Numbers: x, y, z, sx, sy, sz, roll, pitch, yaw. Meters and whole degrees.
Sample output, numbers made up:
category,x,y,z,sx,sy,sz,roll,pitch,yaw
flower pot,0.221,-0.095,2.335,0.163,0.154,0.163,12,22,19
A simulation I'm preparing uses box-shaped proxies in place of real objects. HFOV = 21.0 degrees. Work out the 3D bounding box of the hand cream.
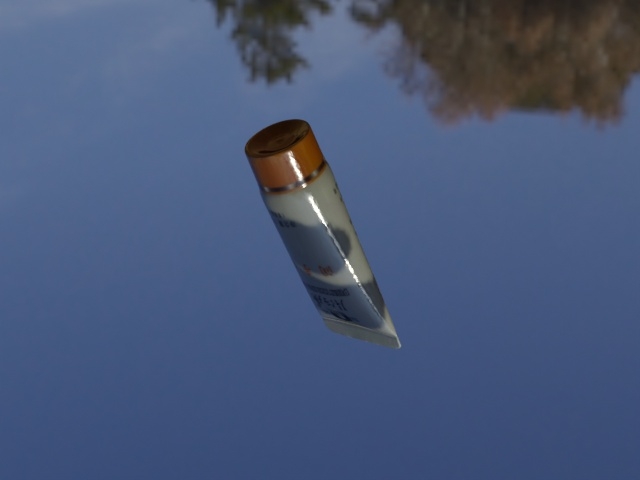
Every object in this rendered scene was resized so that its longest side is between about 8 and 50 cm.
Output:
category,x,y,z,sx,sy,sz,roll,pitch,yaw
hand cream,0.000,0.000,2.123,0.139,0.314,0.089,10,-135,49
